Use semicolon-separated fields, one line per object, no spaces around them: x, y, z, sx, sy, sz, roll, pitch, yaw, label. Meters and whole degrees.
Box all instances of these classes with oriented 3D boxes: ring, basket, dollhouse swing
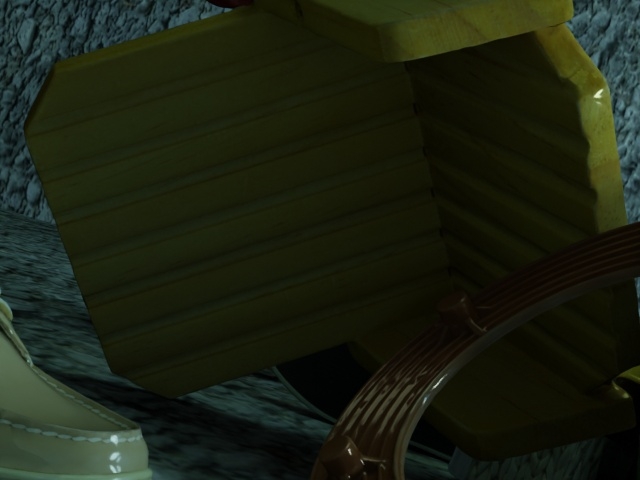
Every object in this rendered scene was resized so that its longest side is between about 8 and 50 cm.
0.135;0.069;0.688;0.032;0.336;0.336;59;-16;-19;ring
0.202;0.145;1.113;0.103;0.167;0.113;23;4;36;basket
0.000;0.000;0.930;0.305;0.347;0.315;-24;30;-18;dollhouse swing

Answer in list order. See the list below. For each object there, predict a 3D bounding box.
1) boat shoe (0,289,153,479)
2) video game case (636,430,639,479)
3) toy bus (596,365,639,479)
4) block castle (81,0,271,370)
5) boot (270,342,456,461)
-0.211;0.054;0.668;0.302;0.098;0.109;17;0;27;boat shoe
0.223;0.128;0.838;0.023;0.212;0.193;6;-1;9;video game case
0.333;0.128;1.045;0.149;0.211;0.220;25;-30;30;toy bus
-0.058;-0.082;1.430;0.303;0.453;0.213;16;8;-31;block castle
0.064;0.144;1.288;0.244;0.088;0.176;25;1;5;boot
